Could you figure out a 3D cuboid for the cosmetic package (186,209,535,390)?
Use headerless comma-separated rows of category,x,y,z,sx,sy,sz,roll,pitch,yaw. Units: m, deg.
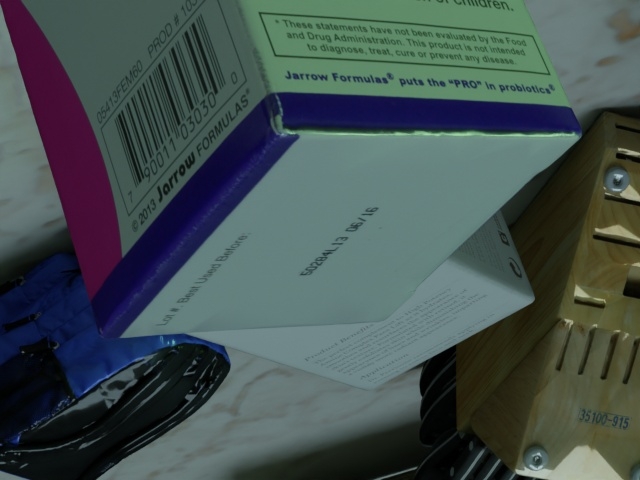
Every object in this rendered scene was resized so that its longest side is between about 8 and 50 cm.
cosmetic package,0.000,0.000,0.971,0.117,0.085,0.231,-31,151,21

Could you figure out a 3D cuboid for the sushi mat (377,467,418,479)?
sushi mat,0.090,0.181,1.398,0.317,0.019,0.151,-15,-174,-11

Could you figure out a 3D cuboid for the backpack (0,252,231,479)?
backpack,-0.115,0.056,0.974,0.120,0.101,0.098,-31,161,12

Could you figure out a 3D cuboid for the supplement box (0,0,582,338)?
supplement box,-0.029,-0.093,0.596,0.114,0.220,0.111,-2,150,-37

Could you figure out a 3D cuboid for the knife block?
knife block,0.136,0.047,1.162,0.088,0.242,0.275,12,101,-15
